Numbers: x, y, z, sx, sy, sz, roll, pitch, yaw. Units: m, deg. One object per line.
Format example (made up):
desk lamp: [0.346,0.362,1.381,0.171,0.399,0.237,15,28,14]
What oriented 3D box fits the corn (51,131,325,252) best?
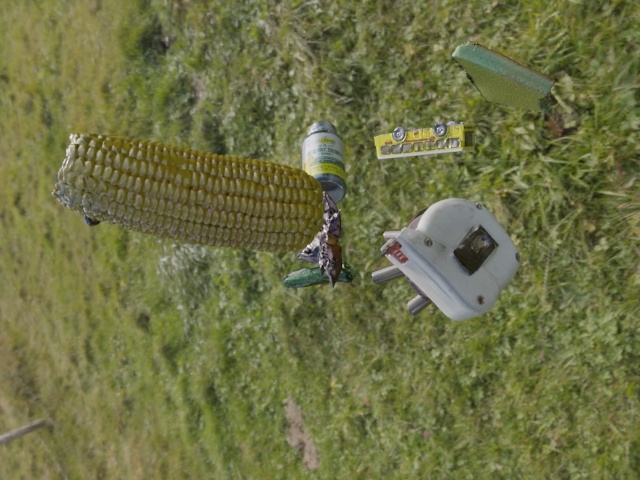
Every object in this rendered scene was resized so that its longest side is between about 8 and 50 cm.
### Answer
corn: [-0.163,-0.060,0.759,0.131,0.345,0.131,-171,90,-70]

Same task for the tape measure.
tape measure: [0.304,0.032,1.286,0.258,0.265,0.130,44,155,3]

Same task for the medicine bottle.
medicine bottle: [0.010,-0.260,1.865,0.141,0.142,0.293,126,152,-45]

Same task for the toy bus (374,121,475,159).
toy bus: [0.237,-0.230,1.312,0.226,0.081,0.074,0,98,35]

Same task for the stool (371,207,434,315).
stool: [0.288,0.063,1.585,0.179,0.272,0.271,-28,78,47]

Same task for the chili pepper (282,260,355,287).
chili pepper: [-0.004,0.097,1.606,0.217,0.108,0.062,-8,89,18]

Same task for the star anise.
star anise: [0.004,0.000,1.241,0.157,0.054,0.212,-12,75,63]

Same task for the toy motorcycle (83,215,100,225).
toy motorcycle: [-0.608,-0.139,1.643,0.073,0.225,0.152,6,113,19]

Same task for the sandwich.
sandwich: [0.466,-0.401,1.397,0.212,0.245,0.063,26,92,39]
